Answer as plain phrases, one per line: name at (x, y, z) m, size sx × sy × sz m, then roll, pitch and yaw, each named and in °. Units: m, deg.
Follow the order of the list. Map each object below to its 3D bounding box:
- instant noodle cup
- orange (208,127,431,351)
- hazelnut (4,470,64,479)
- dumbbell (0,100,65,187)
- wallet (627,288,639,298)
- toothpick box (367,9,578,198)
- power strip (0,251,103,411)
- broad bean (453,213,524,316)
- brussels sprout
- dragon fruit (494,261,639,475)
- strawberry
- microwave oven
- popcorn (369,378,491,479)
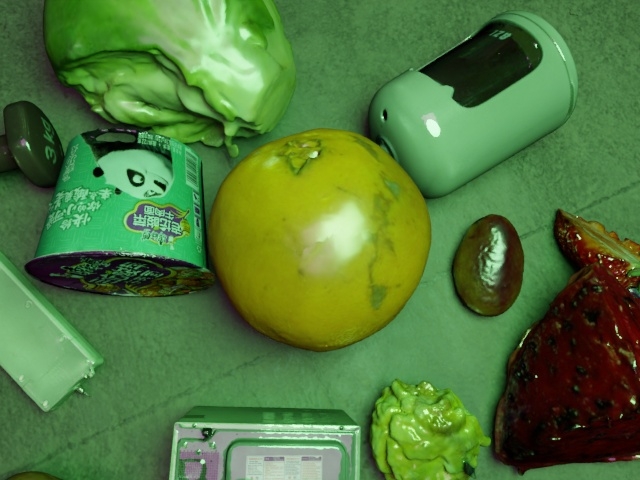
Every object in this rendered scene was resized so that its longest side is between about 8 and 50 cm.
instant noodle cup at (-0.274, -0.035, 0.699) m, size 0.250 × 0.251 × 0.190 m, roll 0°, pitch 72°, yaw -3°
orange at (0.000, 0.000, 0.670) m, size 0.311 × 0.312 × 0.313 m, roll 1°, pitch 80°, yaw -3°
hazelnut at (-0.373, 0.420, 0.644) m, size 0.186 × 0.210 × 0.211 m, roll 10°, pitch 79°, yaw -26°
dumbbell at (-0.532, -0.125, 0.745) m, size 0.225 × 0.124 × 0.141 m, roll -18°, pitch 73°, yaw -6°
wallet at (0.533, 0.103, 0.820) m, size 0.165 × 0.030 × 0.111 m, roll -23°, pitch 79°, yaw -8°
toothpick box at (0.218, -0.190, 0.773) m, size 0.316 × 0.229 × 0.229 m, roll -32°, pitch 83°, yaw -6°
power strip at (-0.490, 0.116, 0.749) m, size 0.367 × 0.043 × 0.106 m, roll 44°, pitch 81°, yaw 5°
broad bean at (0.280, 0.042, 0.791) m, size 0.114 × 0.084 × 0.165 m, roll 16°, pitch 86°, yaw 16°
brussels sprout at (-0.211, -0.312, 0.724) m, size 0.370 × 0.276 × 0.315 m, roll 22°, pitch 83°, yaw 0°
dragon fruit at (0.450, 0.221, 0.758) m, size 0.328 × 0.286 × 0.228 m, roll 13°, pitch 45°, yaw -23°
strawberry at (0.455, 0.017, 0.793) m, size 0.187 × 0.146 × 0.082 m, roll 54°, pitch 125°, yaw 37°
microwave oven at (-0.075, 0.316, 0.666) m, size 0.240 × 0.194 × 0.146 m, roll 4°, pitch 81°, yaw -5°
popcorn at (0.159, 0.290, 0.706) m, size 0.173 × 0.142 × 0.174 m, roll 0°, pitch 79°, yaw 2°
